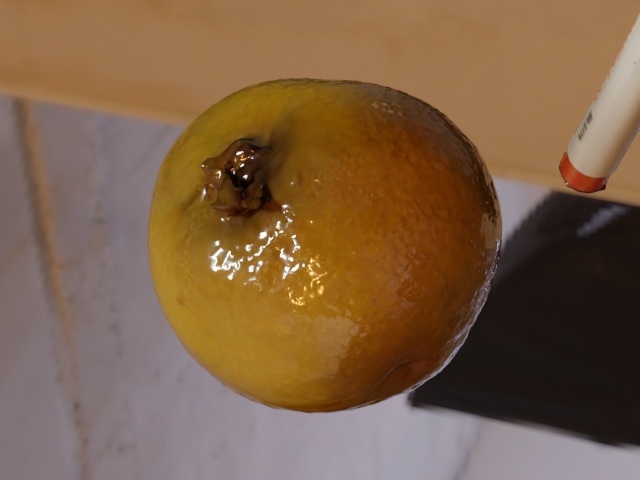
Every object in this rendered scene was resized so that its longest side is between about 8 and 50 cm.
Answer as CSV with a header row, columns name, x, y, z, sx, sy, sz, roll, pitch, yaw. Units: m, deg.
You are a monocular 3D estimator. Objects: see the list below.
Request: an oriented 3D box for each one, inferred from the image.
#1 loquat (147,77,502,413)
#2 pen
name,x,y,z,sx,sy,sz,roll,pitch,yaw
loquat,0.000,0.000,1.103,0.208,0.208,0.208,11,-90,-71
pen,0.144,-0.090,0.788,0.239,0.028,0.028,109,-176,-59
